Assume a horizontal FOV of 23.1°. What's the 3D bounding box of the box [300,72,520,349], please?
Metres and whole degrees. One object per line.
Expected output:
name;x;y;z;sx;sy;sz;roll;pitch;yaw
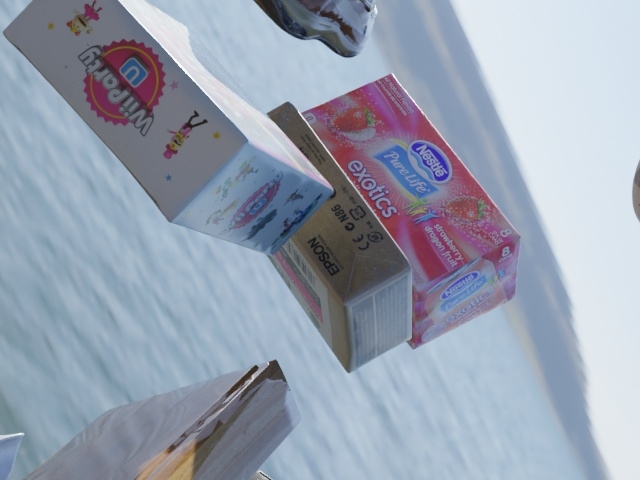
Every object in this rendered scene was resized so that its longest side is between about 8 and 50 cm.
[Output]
box;0.101;-0.040;1.918;0.300;0.154;0.142;56;-18;31

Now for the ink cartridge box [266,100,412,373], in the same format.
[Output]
ink cartridge box;0.000;0.000;1.651;0.235;0.088;0.193;54;-13;24

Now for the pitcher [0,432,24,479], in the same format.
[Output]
pitcher;-0.439;0.216;1.622;0.207;0.125;0.178;26;27;4

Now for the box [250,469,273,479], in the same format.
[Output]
box;-0.068;0.357;1.703;0.175;0.051;0.220;36;33;-3

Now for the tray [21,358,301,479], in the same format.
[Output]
tray;-0.182;0.223;1.342;0.076;0.202;0.411;68;23;-8

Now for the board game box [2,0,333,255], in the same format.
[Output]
board game box;-0.122;-0.109;1.391;0.224;0.097;0.303;47;8;13

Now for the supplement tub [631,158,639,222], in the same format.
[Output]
supplement tub;0.522;-0.017;1.686;0.338;0.207;0.207;40;-11;37

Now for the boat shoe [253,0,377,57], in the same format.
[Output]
boat shoe;0.017;-0.286;1.740;0.122;0.120;0.324;45;13;7
